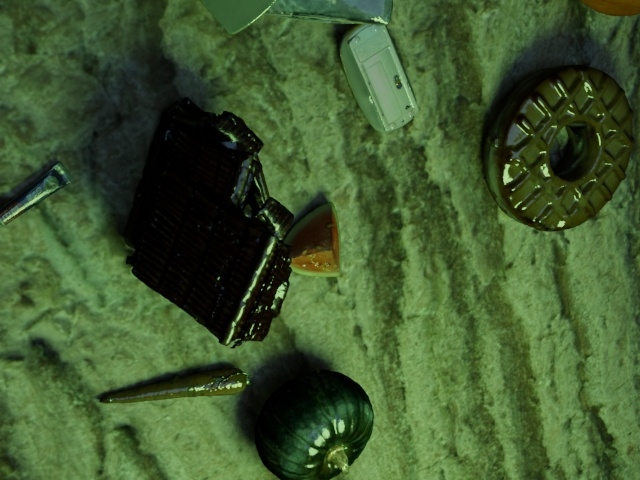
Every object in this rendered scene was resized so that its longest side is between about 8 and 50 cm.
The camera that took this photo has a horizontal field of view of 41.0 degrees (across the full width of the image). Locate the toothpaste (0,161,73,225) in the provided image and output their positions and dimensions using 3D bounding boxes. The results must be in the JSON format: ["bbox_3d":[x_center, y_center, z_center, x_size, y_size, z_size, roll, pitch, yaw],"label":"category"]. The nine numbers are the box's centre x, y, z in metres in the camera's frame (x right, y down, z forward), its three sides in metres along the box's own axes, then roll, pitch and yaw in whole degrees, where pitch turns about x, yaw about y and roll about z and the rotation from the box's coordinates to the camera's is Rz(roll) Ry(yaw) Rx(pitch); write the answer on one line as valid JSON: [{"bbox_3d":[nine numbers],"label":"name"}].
[{"bbox_3d":[-0.428,-0.062,1.254,0.140,0.021,0.037,-39,123,-15],"label":"toothpaste"}]

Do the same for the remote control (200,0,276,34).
[{"bbox_3d":[-0.170,-0.427,1.187,0.123,0.038,0.285,-37,98,14],"label":"remote control"}]

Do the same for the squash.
[{"bbox_3d":[-0.008,0.328,1.498,0.218,0.172,0.218,-8,110,-23],"label":"squash"}]

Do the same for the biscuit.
[{"bbox_3d":[0.456,-0.173,1.625,0.332,0.103,0.331,-8,109,-26],"label":"biscuit"}]

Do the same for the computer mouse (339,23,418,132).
[{"bbox_3d":[0.098,-0.278,1.442,0.102,0.045,0.199,-35,117,-14],"label":"computer mouse"}]

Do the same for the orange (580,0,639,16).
[{"bbox_3d":[0.538,-0.515,1.526,0.224,0.170,0.223,-1,108,-4],"label":"orange"}]

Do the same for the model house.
[{"bbox_3d":[-0.120,-0.013,1.274,0.297,0.282,0.317,20,96,-30],"label":"model house"}]

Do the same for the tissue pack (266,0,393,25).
[{"bbox_3d":[-0.005,-0.499,1.231,0.260,0.122,0.361,6,105,4],"label":"tissue pack"}]

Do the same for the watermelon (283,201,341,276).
[{"bbox_3d":[0.000,0.000,1.450,0.125,0.094,0.135,14,94,-22],"label":"watermelon"}]

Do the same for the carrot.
[{"bbox_3d":[-0.241,0.249,1.434,0.255,0.049,0.049,-5,107,-21],"label":"carrot"}]
